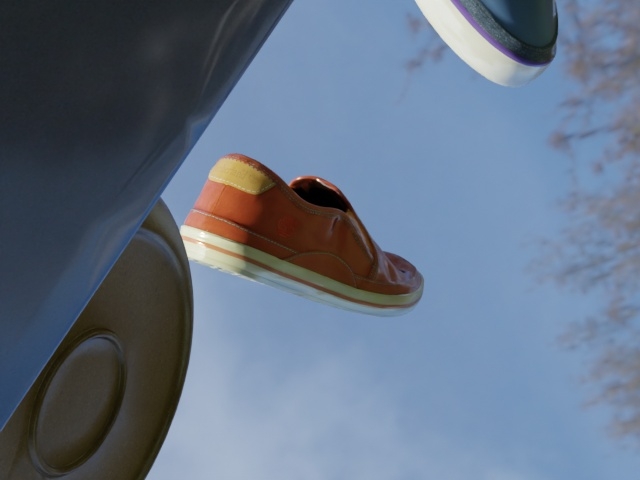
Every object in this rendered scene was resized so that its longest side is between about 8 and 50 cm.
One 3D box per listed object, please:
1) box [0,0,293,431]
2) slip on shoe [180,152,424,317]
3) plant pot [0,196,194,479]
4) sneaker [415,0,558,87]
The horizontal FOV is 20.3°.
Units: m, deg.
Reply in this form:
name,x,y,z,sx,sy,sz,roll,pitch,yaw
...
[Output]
name,x,y,z,sx,sy,sz,roll,pitch,yaw
box,-0.172,-0.104,0.531,0.182,0.296,0.294,14,-148,-41
slip on shoe,0.000,0.000,1.527,0.331,0.123,0.101,20,-92,-57
plant pot,-0.128,0.076,0.879,0.236,0.032,0.236,-44,-36,-44
sneaker,0.159,-0.305,1.336,0.130,0.236,0.323,-5,-109,-45
